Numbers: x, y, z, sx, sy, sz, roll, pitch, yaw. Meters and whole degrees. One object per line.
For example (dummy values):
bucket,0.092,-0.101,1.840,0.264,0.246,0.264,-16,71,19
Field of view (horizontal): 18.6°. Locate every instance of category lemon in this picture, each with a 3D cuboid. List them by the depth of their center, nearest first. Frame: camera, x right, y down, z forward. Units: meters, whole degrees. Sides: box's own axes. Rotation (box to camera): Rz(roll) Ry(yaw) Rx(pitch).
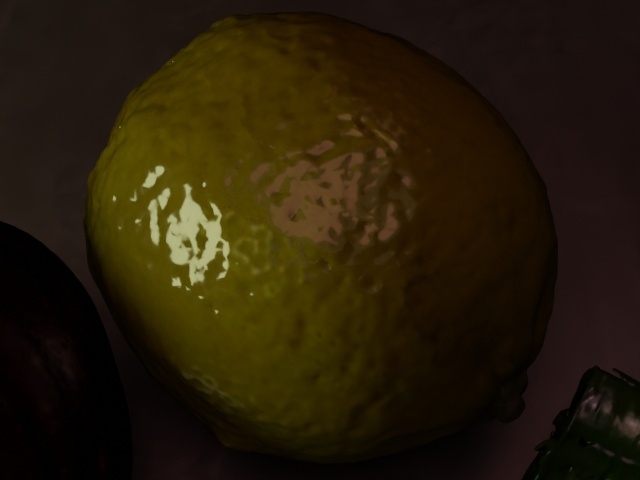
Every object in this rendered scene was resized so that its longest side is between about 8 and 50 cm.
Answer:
lemon,0.000,0.000,0.859,0.192,0.192,0.231,-43,72,-15

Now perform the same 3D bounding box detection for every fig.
fig,-0.150,0.108,0.829,0.249,0.186,0.204,42,55,10

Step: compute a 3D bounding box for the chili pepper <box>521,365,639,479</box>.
chili pepper,0.248,0.176,0.835,0.359,0.076,0.085,32,113,18
